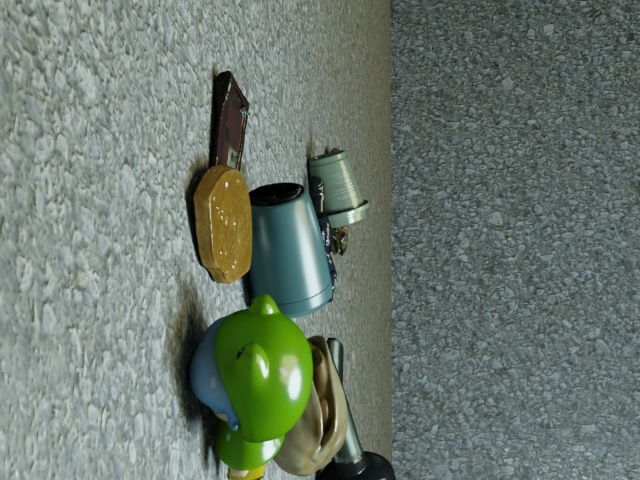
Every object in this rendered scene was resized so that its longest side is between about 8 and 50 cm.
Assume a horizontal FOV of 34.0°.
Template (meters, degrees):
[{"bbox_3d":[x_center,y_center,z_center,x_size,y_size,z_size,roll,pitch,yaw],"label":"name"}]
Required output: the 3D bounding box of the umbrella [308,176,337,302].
[{"bbox_3d":[0.002,0.001,2.033,0.071,0.071,0.248,43,47,-77],"label":"umbrella"}]

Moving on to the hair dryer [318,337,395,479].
[{"bbox_3d":[0.061,0.329,2.094,0.284,0.156,0.320,-45,125,-64],"label":"hair dryer"}]

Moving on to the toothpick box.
[{"bbox_3d":[-0.053,0.010,1.529,0.120,0.120,0.184,-72,156,-65],"label":"toothpick box"}]

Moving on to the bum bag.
[{"bbox_3d":[-0.126,-0.138,1.415,0.109,0.026,0.159,62,33,-69],"label":"bum bag"}]

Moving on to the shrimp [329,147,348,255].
[{"bbox_3d":[0.038,-0.066,2.328,0.169,0.058,0.296,79,9,-56],"label":"shrimp"}]

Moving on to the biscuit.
[{"bbox_3d":[-0.124,-0.022,1.342,0.220,0.029,0.142,62,36,-68],"label":"biscuit"}]

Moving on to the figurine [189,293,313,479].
[{"bbox_3d":[-0.082,0.189,1.283,0.162,0.143,0.263,-73,170,-48],"label":"figurine"}]

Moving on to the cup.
[{"bbox_3d":[0.028,-0.105,2.107,0.120,0.120,0.141,-63,138,-72],"label":"cup"}]

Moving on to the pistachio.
[{"bbox_3d":[-0.030,0.249,1.594,0.144,0.144,0.215,65,19,-68],"label":"pistachio"}]
